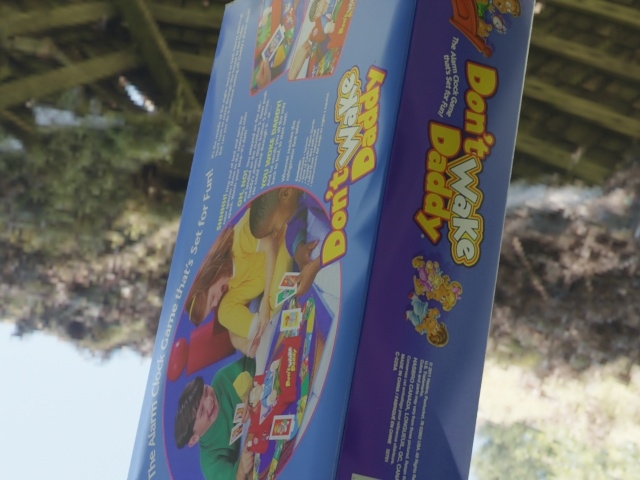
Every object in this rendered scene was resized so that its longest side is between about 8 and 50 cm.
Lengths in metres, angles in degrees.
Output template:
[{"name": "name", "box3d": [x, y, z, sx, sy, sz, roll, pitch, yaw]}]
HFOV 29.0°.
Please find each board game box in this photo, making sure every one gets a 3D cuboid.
[{"name": "board game box", "box3d": [0.000, 0.000, 0.704, 0.078, 0.347, 0.233, 19, 163, -29]}]
